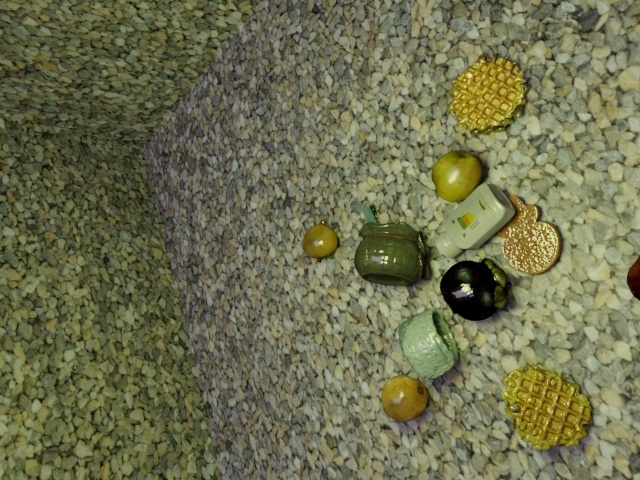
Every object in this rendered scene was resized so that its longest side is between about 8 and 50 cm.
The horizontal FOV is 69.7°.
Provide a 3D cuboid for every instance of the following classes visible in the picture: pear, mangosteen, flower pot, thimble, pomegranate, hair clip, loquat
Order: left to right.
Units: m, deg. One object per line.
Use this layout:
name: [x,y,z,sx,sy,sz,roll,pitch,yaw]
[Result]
loquat: [0.000,0.000,2.168,0.172,0.149,0.205,-4,72,44]
hair clip: [0.250,-0.030,2.023,0.048,0.083,0.276,-24,78,31]
flower pot: [0.289,0.060,1.841,0.301,0.301,0.213,-5,69,40]
pomegranate: [0.322,0.624,1.820,0.196,0.196,0.196,-4,83,40]
thimble: [0.416,0.393,1.743,0.171,0.204,0.250,-33,49,27]
pear: [0.514,-0.244,1.729,0.199,0.200,0.200,-4,83,40]
mangosteen: [0.556,0.173,1.650,0.242,0.242,0.243,-4,83,40]

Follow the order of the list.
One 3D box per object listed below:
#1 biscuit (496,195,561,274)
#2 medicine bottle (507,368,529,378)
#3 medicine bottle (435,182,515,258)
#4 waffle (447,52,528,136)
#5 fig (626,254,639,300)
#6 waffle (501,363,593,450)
biscuit: [0.721,-0.020,1.627,0.202,0.044,0.289,-42,59,35]
medicine bottle: [0.708,0.545,1.562,0.083,0.083,0.203,-27,71,35]
medicine bottle: [0.558,-0.062,1.697,0.296,0.111,0.161,-52,47,38]
waffle: [0.630,-0.540,1.741,0.329,0.062,0.330,-4,84,38]
fig: [0.968,0.106,1.276,0.204,0.249,0.186,-48,69,28]
waffle: [0.730,0.535,1.490,0.262,0.060,0.281,-19,79,-1]
